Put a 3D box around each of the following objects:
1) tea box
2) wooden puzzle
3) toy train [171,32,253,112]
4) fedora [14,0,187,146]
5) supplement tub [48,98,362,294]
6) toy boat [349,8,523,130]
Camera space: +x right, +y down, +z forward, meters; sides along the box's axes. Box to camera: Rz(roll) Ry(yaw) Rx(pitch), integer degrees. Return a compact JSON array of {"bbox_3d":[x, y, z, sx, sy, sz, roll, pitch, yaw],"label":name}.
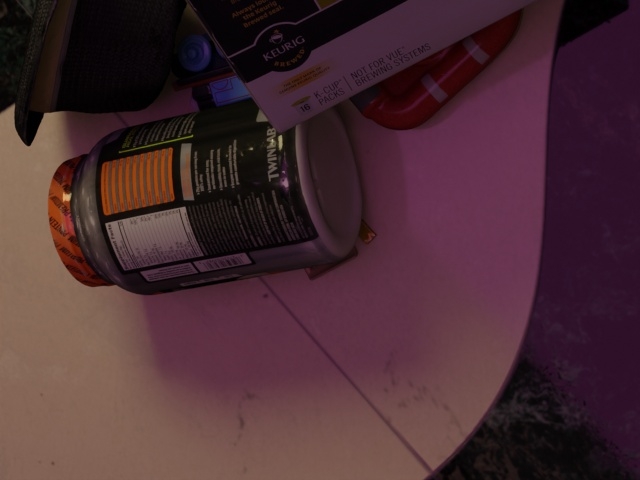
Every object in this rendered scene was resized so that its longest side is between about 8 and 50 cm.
[{"bbox_3d":[0.012,-0.336,1.351,0.329,0.323,0.220,-26,43,9],"label":"tea box"},{"bbox_3d":[0.000,0.000,1.657,0.116,0.014,0.079,-36,83,19],"label":"wooden puzzle"},{"bbox_3d":[-0.081,-0.196,1.637,0.184,0.080,0.105,-14,96,20],"label":"toy train"},{"bbox_3d":[-0.231,-0.243,1.596,0.152,0.334,0.334,15,100,-8],"label":"fedora"},{"bbox_3d":[-0.129,-0.046,1.601,0.316,0.193,0.194,-10,91,22],"label":"supplement tub"},{"bbox_3d":[0.102,-0.226,1.529,0.231,0.151,0.151,-43,81,18],"label":"toy boat"}]
